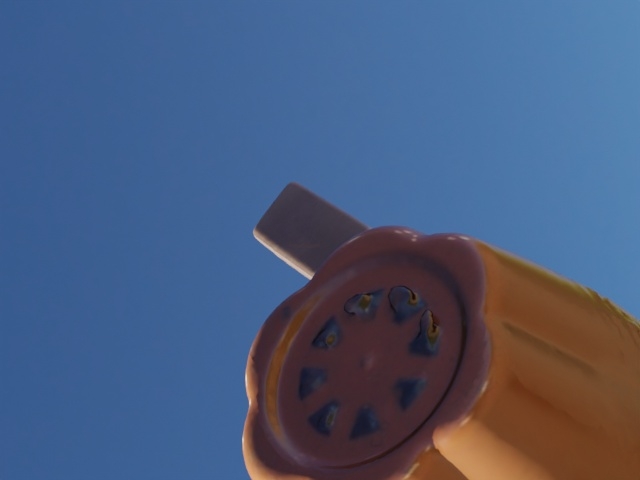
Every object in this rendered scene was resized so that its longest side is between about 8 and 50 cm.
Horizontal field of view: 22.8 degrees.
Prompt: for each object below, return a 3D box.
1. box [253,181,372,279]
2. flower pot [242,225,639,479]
[{"bbox_3d":[0.000,0.000,0.981,0.025,0.115,0.048,40,-94,-33],"label":"box"},{"bbox_3d":[0.063,0.090,0.673,0.173,0.190,0.191,38,-133,-40],"label":"flower pot"}]
